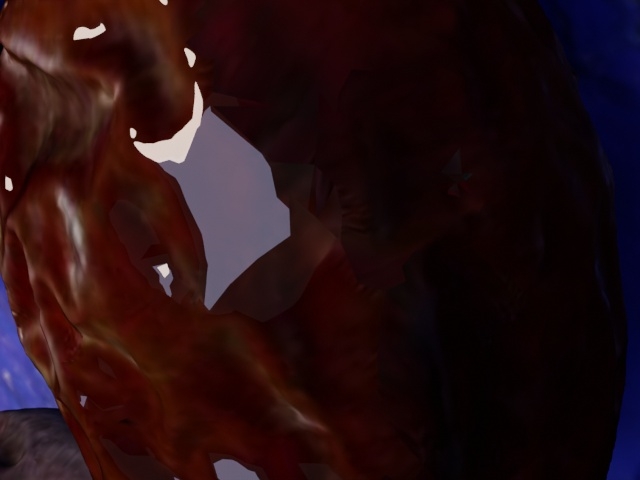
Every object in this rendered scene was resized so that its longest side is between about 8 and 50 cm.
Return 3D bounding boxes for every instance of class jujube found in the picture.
[{"bbox_3d":[0.000,0.000,0.527,0.183,0.183,0.243,1,122,38],"label":"jujube"}]

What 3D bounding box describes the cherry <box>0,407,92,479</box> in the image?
[{"bbox_3d":[-0.095,0.152,0.710,0.176,0.140,0.176,33,155,18],"label":"cherry"}]
